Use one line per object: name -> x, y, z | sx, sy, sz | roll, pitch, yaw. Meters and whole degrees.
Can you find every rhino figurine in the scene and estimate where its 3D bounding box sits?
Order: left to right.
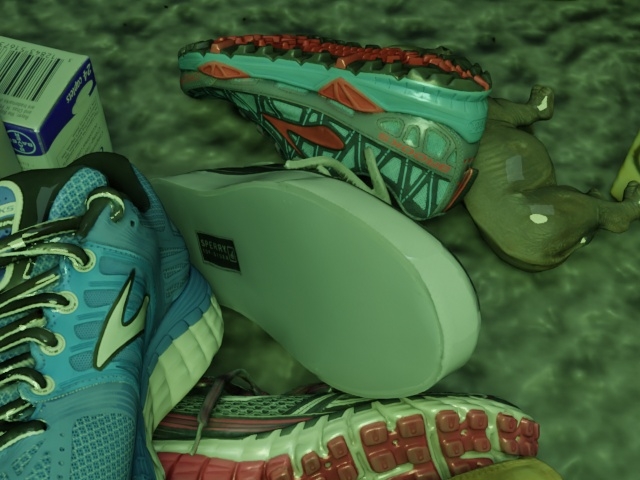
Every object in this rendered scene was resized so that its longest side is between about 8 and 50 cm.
rhino figurine -> 0.118, -0.073, 0.675 | 0.106, 0.073, 0.243 | -26, 59, -21

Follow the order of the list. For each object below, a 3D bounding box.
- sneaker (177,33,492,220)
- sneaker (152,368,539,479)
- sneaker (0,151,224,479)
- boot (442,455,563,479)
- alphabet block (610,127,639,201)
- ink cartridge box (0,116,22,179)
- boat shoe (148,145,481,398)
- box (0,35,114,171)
sneaker -> -0.009, -0.078, 0.655 | 0.262, 0.125, 0.104 | 18, 22, 38
sneaker -> -0.021, 0.119, 0.520 | 0.299, 0.120, 0.112 | -2, 29, -11
sneaker -> -0.133, 0.054, 0.407 | 0.130, 0.147, 0.330 | -14, 24, 8
boot -> 0.003, 0.241, 0.432 | 0.270, 0.236, 0.089 | -6, 16, -29
alphabet block -> 0.347, -0.069, 0.607 | 0.193, 0.192, 0.197 | -33, 64, -23
ink cartridge box -> -0.313, 0.004, 0.538 | 0.273, 0.197, 0.114 | -1, 55, -2
boat shoe -> 0.001, 0.004, 0.538 | 0.105, 0.113, 0.306 | -20, 14, -29
box -> -0.216, -0.067, 0.623 | 0.126, 0.137, 0.072 | 14, 57, 9
